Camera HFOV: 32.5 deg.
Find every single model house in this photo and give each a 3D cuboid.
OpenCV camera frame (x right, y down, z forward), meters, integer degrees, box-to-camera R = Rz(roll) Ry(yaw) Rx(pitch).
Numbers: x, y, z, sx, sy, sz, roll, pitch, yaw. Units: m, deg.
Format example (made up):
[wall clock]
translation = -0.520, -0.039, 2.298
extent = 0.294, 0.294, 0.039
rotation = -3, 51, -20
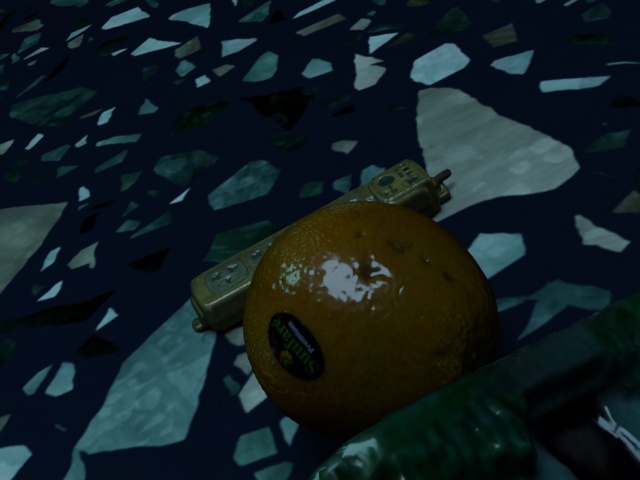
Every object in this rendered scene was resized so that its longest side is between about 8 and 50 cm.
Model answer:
[model house]
translation = 0.143, 0.209, 0.538
extent = 0.280, 0.230, 0.249
rotation = -21, 52, -33

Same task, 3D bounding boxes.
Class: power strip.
[power strip]
translation = 0.000, 0.000, 1.095
extent = 0.305, 0.044, 0.064
rotation = -29, 34, -7

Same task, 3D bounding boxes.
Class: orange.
[orange]
translation = 0.039, 0.064, 0.860
extent = 0.206, 0.206, 0.206
rotation = -16, 35, 12
